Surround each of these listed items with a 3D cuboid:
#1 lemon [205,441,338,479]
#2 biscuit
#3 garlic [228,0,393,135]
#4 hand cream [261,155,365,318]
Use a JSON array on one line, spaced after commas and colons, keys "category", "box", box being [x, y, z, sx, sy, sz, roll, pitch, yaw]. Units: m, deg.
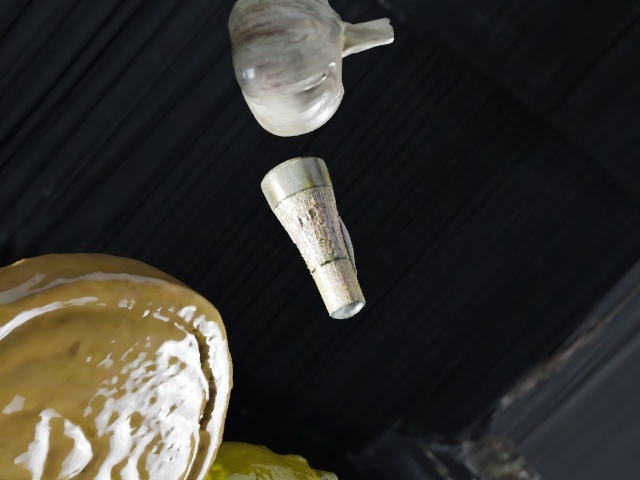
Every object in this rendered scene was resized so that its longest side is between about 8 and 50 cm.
[{"category": "lemon", "box": [-0.139, 0.374, 1.531, 0.285, 0.316, 0.285, 21, 156, 10]}, {"category": "biscuit", "box": [-0.234, 0.176, 0.883, 0.365, 0.385, 0.062, 9, -154, -42]}, {"category": "garlic", "box": [-0.008, -0.249, 1.711, 0.218, 0.212, 0.218, -13, -90, -87]}, {"category": "hand cream", "box": [0.000, 0.000, 1.575, 0.084, 0.084, 0.203, 16, -132, -63]}]
